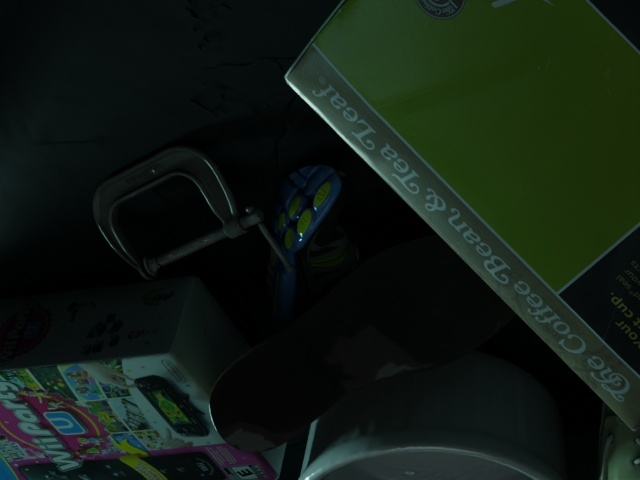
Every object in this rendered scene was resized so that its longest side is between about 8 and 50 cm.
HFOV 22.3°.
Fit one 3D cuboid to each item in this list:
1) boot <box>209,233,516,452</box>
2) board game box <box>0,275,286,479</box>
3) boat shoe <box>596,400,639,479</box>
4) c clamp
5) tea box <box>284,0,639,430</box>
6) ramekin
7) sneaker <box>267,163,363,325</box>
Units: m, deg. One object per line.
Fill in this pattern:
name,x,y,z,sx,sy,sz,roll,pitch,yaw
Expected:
boot,0.040,0.076,1.412,0.305,0.115,0.112,-28,93,-2
board game box,-0.210,0.147,1.547,0.303,0.098,0.224,-8,138,26
boat shoe,0.302,0.201,1.463,0.109,0.094,0.302,8,105,1
c clamp,-0.119,-0.011,1.385,0.160,0.022,0.137,-17,107,30
tea box,0.216,-0.121,1.010,0.329,0.220,0.323,46,132,2
ramekin,0.113,0.223,1.583,0.277,0.135,0.277,4,140,4
sneaker,0.000,0.000,1.404,0.078,0.067,0.188,-8,140,-16
